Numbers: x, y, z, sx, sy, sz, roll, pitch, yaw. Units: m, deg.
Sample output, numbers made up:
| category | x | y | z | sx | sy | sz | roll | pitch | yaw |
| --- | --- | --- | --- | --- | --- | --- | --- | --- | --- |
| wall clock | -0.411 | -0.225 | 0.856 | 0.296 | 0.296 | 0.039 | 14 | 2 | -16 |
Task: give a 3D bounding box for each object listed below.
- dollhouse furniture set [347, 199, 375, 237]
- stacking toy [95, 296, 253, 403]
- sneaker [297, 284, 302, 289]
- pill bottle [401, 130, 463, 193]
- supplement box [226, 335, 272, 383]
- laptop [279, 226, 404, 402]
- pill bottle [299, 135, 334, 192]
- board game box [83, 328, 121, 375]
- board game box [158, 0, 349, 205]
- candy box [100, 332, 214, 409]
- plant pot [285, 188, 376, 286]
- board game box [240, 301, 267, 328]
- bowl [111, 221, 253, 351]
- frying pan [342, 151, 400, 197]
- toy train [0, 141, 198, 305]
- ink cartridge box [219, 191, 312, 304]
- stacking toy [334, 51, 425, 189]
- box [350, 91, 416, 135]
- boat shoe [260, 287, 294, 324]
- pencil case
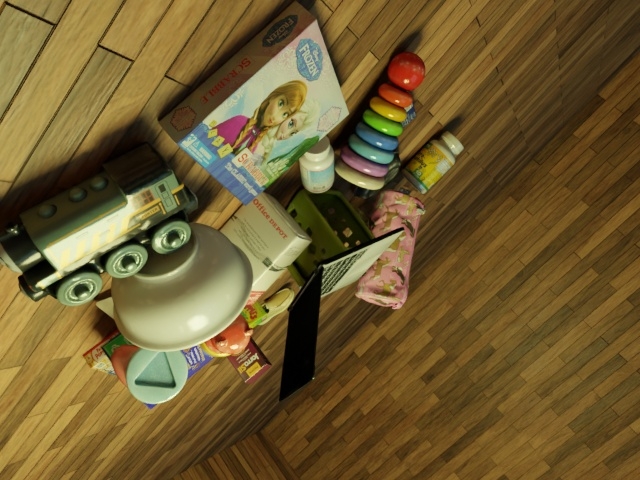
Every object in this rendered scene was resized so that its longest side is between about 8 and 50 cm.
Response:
| category | x | y | z | sx | sy | sz | roll | pitch | yaw |
| --- | --- | --- | --- | --- | --- | --- | --- | --- | --- |
| dollhouse furniture set | 0.207 | -0.064 | 1.852 | 0.160 | 0.101 | 0.182 | -30 | 157 | -28 |
| stacking toy | -0.326 | 0.194 | 1.128 | 0.308 | 0.280 | 0.130 | -31 | -171 | -25 |
| sneaker | 0.011 | 0.149 | 1.964 | 0.223 | 0.083 | 0.098 | -8 | 136 | -55 |
| pill bottle | 0.391 | -0.274 | 1.742 | 0.208 | 0.118 | 0.117 | -45 | 159 | 9 |
| supplement box | -0.275 | 0.410 | 1.812 | 0.104 | 0.188 | 0.081 | -40 | 159 | -5 |
| laptop | 0.048 | 0.205 | 1.341 | 0.407 | 0.237 | 0.382 | -23 | 164 | -25 |
| pill bottle | -0.009 | -0.192 | 1.233 | 0.087 | 0.087 | 0.160 | -36 | 159 | -15 |
| board game box | -0.504 | 0.273 | 1.334 | 0.193 | 0.045 | 0.147 | -38 | 159 | -11 |
| board game box | -0.105 | -0.243 | 0.988 | 0.318 | 0.066 | 0.319 | -42 | 160 | 0 |
| candy box | -0.374 | 0.267 | 1.322 | 0.317 | 0.122 | 0.268 | -38 | 159 | -25 |
| plant pot | 0.000 | 0.000 | 1.456 | 0.207 | 0.227 | 0.228 | -45 | 161 | 27 |
| board game box | -0.277 | 0.266 | 1.659 | 0.181 | 0.092 | 0.043 | -32 | 156 | -24 |
| bowl | -0.292 | 0.058 | 0.998 | 0.297 | 0.298 | 0.134 | -34 | 140 | -20 |
| frying pan | 0.174 | -0.209 | 1.543 | 0.197 | 0.053 | 0.326 | -43 | 169 | 4 |
| toy train | -0.373 | -0.028 | 0.862 | 0.333 | 0.142 | 0.190 | -32 | 146 | -19 |
| ink cartridge box | -0.164 | 0.019 | 1.253 | 0.237 | 0.172 | 0.100 | -46 | 159 | 11 |
| stacking toy | 0.156 | -0.297 | 1.234 | 0.141 | 0.141 | 0.331 | -12 | 133 | -53 |
| box | 0.162 | -0.306 | 1.382 | 0.225 | 0.036 | 0.136 | -42 | 159 | 4 |
| boat shoe | -0.178 | 0.239 | 1.830 | 0.190 | 0.068 | 0.072 | -44 | 148 | 7 |
| pencil case | 0.228 | 0.028 | 1.641 | 0.167 | 0.160 | 0.387 | -11 | -117 | 63 |
